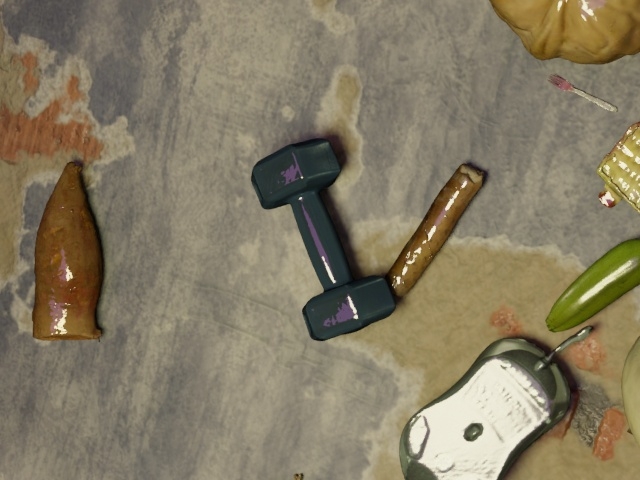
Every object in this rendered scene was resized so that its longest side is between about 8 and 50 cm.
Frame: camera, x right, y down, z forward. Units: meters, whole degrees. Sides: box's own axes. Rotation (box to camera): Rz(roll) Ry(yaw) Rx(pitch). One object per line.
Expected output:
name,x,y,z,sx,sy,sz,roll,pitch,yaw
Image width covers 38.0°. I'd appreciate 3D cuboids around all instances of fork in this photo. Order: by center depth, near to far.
fork,0.398,-0.222,1.413,0.115,0.012,0.016,29,106,14

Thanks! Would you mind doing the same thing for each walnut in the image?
walnut,0.358,-0.386,1.286,0.296,0.285,0.285,31,103,7

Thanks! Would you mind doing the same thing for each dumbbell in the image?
dumbbell,0.000,0.000,1.506,0.156,0.143,0.316,-24,83,20

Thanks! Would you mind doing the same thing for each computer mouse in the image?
computer mouse,0.279,0.260,1.435,0.379,0.090,0.167,-44,77,11

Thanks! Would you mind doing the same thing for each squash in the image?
squash,0.417,0.070,1.388,0.201,0.066,0.066,-44,76,24

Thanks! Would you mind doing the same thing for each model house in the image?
model house,0.523,-0.105,1.289,0.196,0.160,0.254,48,109,14

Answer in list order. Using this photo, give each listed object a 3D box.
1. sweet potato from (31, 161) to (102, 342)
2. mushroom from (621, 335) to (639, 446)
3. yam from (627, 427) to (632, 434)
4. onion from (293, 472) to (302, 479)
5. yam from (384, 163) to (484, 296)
sweet potato,-0.461,0.024,1.703,0.131,0.131,0.337,5,95,21
mushroom,0.540,0.227,1.206,0.315,0.315,0.356,21,85,20
yam,0.522,0.312,1.368,0.145,0.032,0.032,34,103,17
onion,-0.060,0.461,1.574,0.150,0.140,0.150,16,141,14
yam,0.179,-0.017,1.482,0.057,0.057,0.241,38,104,16
